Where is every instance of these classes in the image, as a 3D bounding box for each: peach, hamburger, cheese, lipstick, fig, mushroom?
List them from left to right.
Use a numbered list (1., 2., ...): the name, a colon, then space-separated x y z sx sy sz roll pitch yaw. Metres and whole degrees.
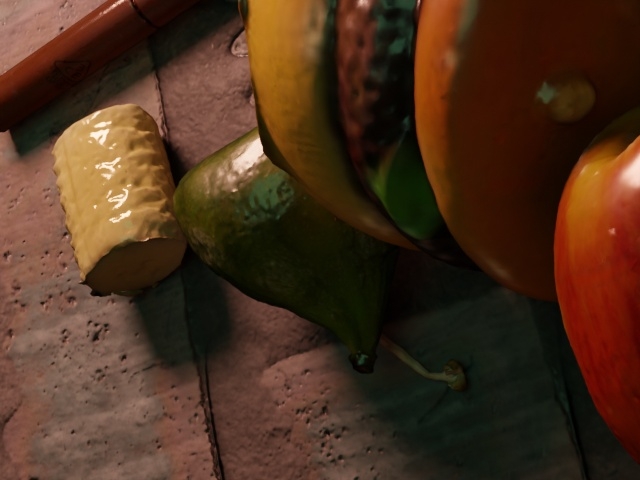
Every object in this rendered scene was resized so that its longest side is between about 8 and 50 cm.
1. lipstick: -0.222 -0.222 1.394 0.357 0.057 0.057 -30 65 20
2. cheese: -0.199 -0.040 1.316 0.123 0.094 0.167 -36 58 28
3. fig: 0.000 0.000 1.161 0.203 0.203 0.235 -33 92 19
4. mushroom: 0.026 0.055 1.205 0.286 0.026 0.028 36 80 33
5. hamburger: 0.168 -0.145 0.962 0.277 0.396 0.395 20 88 45
6. peach: 0.269 0.023 0.750 0.238 0.281 0.281 148 124 -71
